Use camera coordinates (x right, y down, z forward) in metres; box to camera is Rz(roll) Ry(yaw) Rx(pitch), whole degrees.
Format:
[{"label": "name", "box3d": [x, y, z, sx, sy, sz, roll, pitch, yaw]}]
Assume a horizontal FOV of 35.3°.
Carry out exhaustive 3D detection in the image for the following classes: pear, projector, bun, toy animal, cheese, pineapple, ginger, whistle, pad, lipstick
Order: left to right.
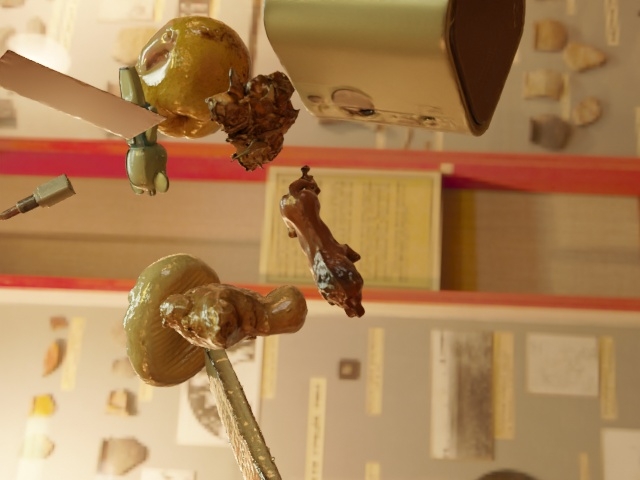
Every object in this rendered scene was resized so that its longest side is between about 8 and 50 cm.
[{"label": "lipstick", "box3d": [-0.383, -0.053, 1.349, 0.025, 0.107, 0.025, 64, 180, 25]}, {"label": "pad", "box3d": [-0.369, -0.212, 1.498, 0.170, 0.246, 0.006, -13, 60, 59]}, {"label": "whistle", "box3d": [-0.320, -0.195, 1.803, 0.077, 0.114, 0.235, -18, -77, -43]}, {"label": "bun", "box3d": [-0.254, 0.128, 1.653, 0.222, 0.128, 0.222, -19, -65, -48]}, {"label": "pear", "box3d": [-0.280, -0.351, 2.184, 0.271, 0.271, 0.271, 2, -90, -87]}, {"label": "ginger", "box3d": [-0.096, 0.066, 0.926, 0.214, 0.133, 0.058, -1, 94, 56]}, {"label": "cheese", "box3d": [-0.105, 0.263, 1.374, 0.400, 0.034, 0.085, -125, 30, -59]}, {"label": "pineapple", "box3d": [-0.100, -0.217, 1.802, 0.334, 0.161, 0.158, 42, -151, -86]}, {"label": "toy animal", "box3d": [0.000, 0.000, 1.731, 0.312, 0.097, 0.157, 62, -179, 14]}, {"label": "projector", "box3d": [0.105, -0.296, 1.296, 0.248, 0.249, 0.248, -67, -29, -25]}]
